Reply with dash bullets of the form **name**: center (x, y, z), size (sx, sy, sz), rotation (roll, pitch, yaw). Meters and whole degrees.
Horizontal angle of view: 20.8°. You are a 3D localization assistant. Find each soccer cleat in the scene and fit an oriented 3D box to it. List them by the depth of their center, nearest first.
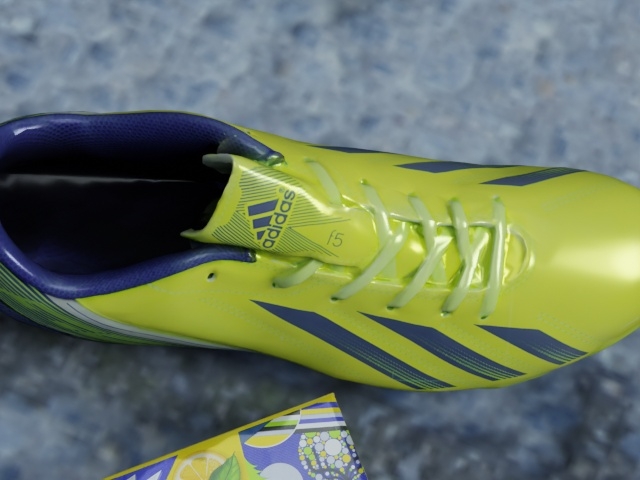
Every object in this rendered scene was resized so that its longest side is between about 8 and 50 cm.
- **soccer cleat**: center (-0.001, 0.001, 0.668), size (0.289, 0.121, 0.093), rotation (3, 72, -2)

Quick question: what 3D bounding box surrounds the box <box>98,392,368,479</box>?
- **box**: center (-0.064, 0.117, 0.665), size (0.169, 0.054, 0.059), rotation (-20, 74, -8)
